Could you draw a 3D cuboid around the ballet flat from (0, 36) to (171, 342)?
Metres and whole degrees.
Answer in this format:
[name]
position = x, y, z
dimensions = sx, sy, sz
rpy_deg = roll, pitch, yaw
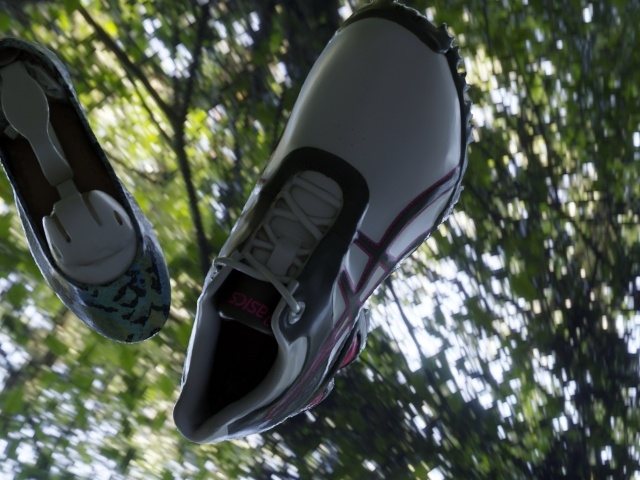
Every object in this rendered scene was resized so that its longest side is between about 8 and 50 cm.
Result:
[ballet flat]
position = -0.142, -0.030, 0.841
dimensions = 0.070, 0.070, 0.188
rpy_deg = -31, -100, 1

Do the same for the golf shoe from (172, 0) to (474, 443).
[golf shoe]
position = 0.000, 0.000, 0.848
dimensions = 0.105, 0.120, 0.272
rpy_deg = 28, -65, 14
